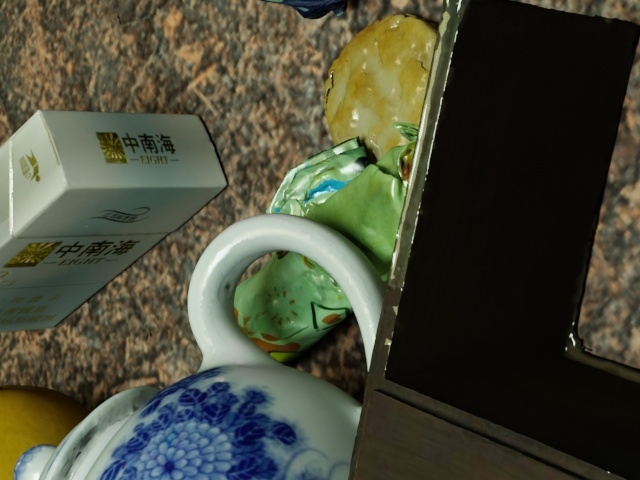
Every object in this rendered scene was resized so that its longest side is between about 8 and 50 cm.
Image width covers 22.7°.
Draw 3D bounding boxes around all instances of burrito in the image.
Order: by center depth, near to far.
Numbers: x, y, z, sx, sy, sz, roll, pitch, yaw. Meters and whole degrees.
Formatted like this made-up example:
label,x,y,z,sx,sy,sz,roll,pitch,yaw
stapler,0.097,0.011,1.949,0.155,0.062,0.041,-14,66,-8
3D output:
label,x,y,z,sx,sy,sz,roll,pitch,yaw
burrito,0.000,0.000,1.040,0.288,0.054,0.104,-42,62,47

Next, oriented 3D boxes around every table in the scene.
label,x,y,z,sx,sy,sz,roll,pitch,yaw
table,0.178,0.038,0.807,0.250,0.196,0.282,20,105,41

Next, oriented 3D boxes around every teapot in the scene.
label,x,y,z,sx,sy,sz,roll,pitch,yaw
teapot,-0.075,0.187,0.972,0.280,0.252,0.424,21,92,26

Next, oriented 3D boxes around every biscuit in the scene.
label,x,y,z,sx,sy,sz,roll,pitch,yaw
biscuit,0.068,-0.027,1.014,0.118,0.029,0.247,-34,70,38

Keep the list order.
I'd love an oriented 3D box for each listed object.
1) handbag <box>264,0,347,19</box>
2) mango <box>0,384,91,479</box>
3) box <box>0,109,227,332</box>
label,x,y,z,sx,sy,sz,roll,pitch,yaw
handbag,-0.026,-0.276,1.009,0.113,0.162,0.260,-14,82,55
mango,-0.247,0.278,1.173,0.264,0.221,0.378,-121,34,-66
box,-0.204,-0.008,1.177,0.243,0.155,0.067,-36,69,38
